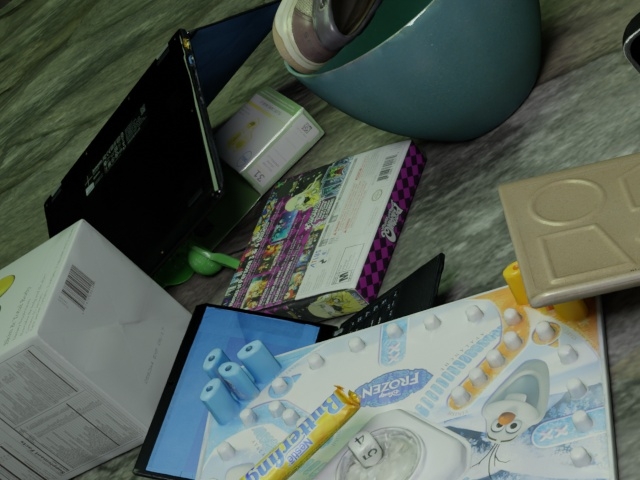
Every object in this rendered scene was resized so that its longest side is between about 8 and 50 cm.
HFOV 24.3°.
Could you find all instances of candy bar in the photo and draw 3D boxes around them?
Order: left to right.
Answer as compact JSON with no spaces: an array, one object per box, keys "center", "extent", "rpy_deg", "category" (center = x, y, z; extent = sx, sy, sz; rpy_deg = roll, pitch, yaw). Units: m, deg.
[{"center":[-0.030,0.180,1.237],"extent":[0.161,0.018,0.040],"rpy_deg":[-42,34,-14],"category":"candy bar"}]

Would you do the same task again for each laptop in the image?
[{"center":[-0.178,-0.093,1.991],"extent":[0.382,0.236,0.408],"rpy_deg":[-46,46,38],"category":"laptop"},{"center":[-0.027,0.120,1.438],"extent":[0.264,0.136,0.234],"rpy_deg":[-38,25,41],"category":"laptop"}]

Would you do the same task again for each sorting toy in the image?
[{"center":[0.260,-0.013,1.265],"extent":[0.193,0.038,0.208],"rpy_deg":[-13,30,6],"category":"sorting toy"}]

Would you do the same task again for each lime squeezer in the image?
[{"center":[-0.169,0.044,1.861],"extent":[0.310,0.059,0.110],"rpy_deg":[-20,35,40],"category":"lime squeezer"}]

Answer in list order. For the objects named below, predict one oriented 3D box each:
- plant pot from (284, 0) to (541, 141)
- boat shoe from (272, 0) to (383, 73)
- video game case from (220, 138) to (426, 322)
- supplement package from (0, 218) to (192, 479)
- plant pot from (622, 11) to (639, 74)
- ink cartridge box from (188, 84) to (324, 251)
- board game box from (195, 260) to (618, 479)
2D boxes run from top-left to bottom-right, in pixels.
[{"center":[0.131,-0.222,1.645],"extent":[0.290,0.195,0.290],"rpy_deg":[-34,28,21],"category":"plant pot"},{"center":[0.041,-0.299,1.557],"extent":[0.092,0.103,0.285],"rpy_deg":[-8,47,44],"category":"boat shoe"},{"center":[0.000,0.000,1.676],"extent":[0.210,0.042,0.232],"rpy_deg":[-16,38,37],"category":"video game case"},{"center":[-0.329,0.150,1.776],"extent":[0.263,0.198,0.199],"rpy_deg":[-29,31,31],"category":"supplement package"},{"center":[0.369,-0.169,1.249],"extent":[0.188,0.187,0.167],"rpy_deg":[-39,13,14],"category":"plant pot"},{"center":[-0.115,-0.095,1.990],"extent":[0.235,0.056,0.171],"rpy_deg":[-45,25,-2],"category":"ink cartridge box"},{"center":[0.048,0.186,1.229],"extent":[0.390,0.050,0.390],"rpy_deg":[-18,35,20],"category":"board game box"}]
